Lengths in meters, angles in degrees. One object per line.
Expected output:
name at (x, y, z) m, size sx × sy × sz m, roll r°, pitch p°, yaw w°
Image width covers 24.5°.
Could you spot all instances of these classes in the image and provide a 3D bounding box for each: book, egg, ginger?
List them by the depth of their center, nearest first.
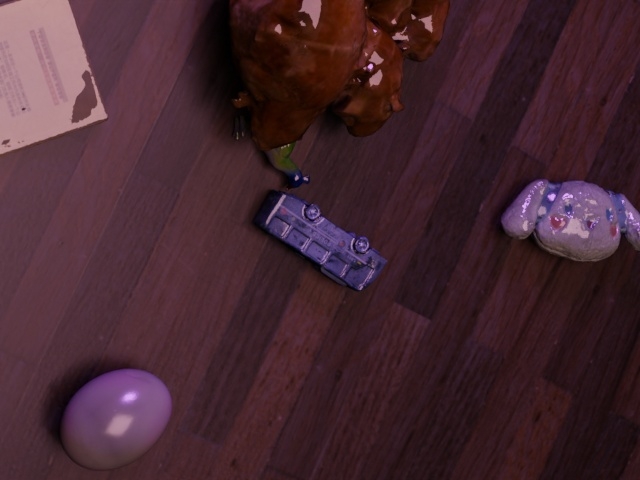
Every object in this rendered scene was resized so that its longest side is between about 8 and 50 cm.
book at (-0.362, -0.171, 1.604) m, size 0.231 × 0.026 × 0.161 m, roll -21°, pitch 105°, yaw -21°
egg at (-0.230, 0.200, 1.660) m, size 0.135 × 0.103 × 0.103 m, roll -34°, pitch 108°, yaw -20°
ginger at (0.019, -0.267, 1.692) m, size 0.357 × 0.152 × 0.274 m, roll -56°, pitch 139°, yaw -20°

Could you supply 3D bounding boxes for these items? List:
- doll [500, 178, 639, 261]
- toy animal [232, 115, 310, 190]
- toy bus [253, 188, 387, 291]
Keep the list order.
doll at (0.332, -0.025, 1.909) m, size 0.214 × 0.071 × 0.103 m, roll 8°, pitch 80°, yaw -16°
toy animal at (-0.072, -0.160, 1.730) m, size 0.075 × 0.041 × 0.217 m, roll -19°, pitch 99°, yaw -23°
toy bus at (0.000, 0.000, 1.775) m, size 0.166 × 0.047 × 0.065 m, roll 34°, pitch 86°, yaw -22°
